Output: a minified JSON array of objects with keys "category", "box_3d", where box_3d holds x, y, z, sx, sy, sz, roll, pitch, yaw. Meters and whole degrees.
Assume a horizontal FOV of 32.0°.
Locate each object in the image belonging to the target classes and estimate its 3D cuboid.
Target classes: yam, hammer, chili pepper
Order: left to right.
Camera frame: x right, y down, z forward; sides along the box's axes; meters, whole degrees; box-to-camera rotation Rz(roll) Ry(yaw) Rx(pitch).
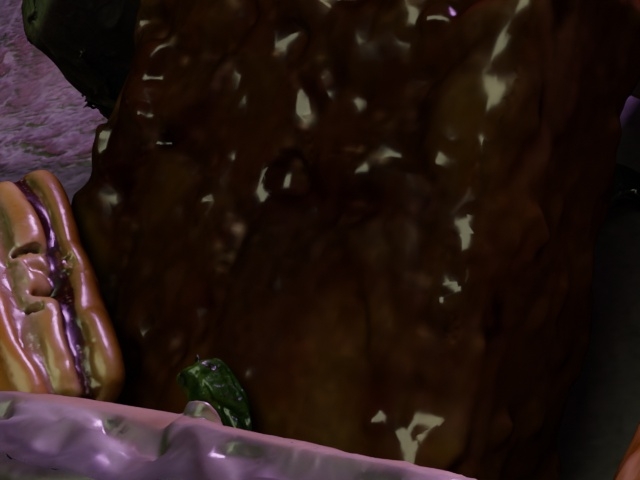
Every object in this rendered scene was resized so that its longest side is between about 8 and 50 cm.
[{"category":"yam","box_3d":[-0.106,-0.164,0.891,0.201,0.271,0.202,-41,38,-3]},{"category":"chili pepper","box_3d":[-0.052,0.100,0.564,0.034,0.030,0.091,-3,71,-19]},{"category":"hammer","box_3d":[0.138,0.015,0.765,0.201,0.021,0.078,-38,44,-3]}]

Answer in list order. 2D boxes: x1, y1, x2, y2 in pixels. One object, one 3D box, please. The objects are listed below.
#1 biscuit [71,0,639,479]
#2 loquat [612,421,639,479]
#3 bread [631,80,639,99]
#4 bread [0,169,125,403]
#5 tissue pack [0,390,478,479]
[{"category":"biscuit","box_3d":[0.000,0.000,0.667,0.343,0.166,0.395,17,92,40]},{"category":"loquat","box_3d":[0.253,0.141,0.383,0.328,0.328,0.328,-17,47,19]},{"category":"bread","box_3d":[0.290,-0.204,0.706,0.250,0.225,0.279,25,81,48]},{"category":"bread","box_3d":[-0.185,0.052,0.670,0.116,0.077,0.200,-58,42,31]},{"category":"tissue pack","box_3d":[-0.088,0.255,0.487,0.390,0.195,0.375,9,104,31]}]
